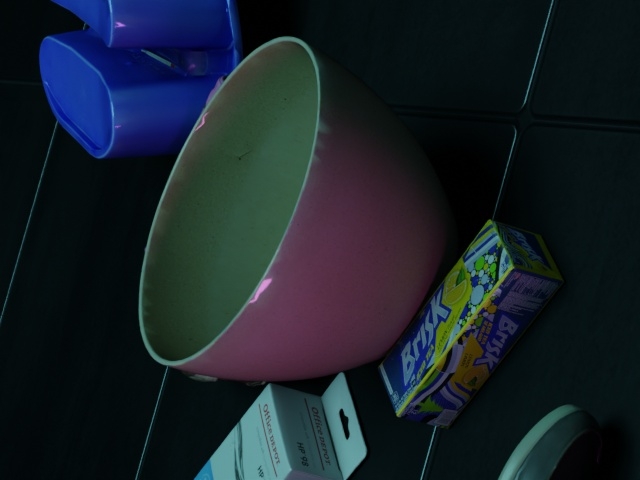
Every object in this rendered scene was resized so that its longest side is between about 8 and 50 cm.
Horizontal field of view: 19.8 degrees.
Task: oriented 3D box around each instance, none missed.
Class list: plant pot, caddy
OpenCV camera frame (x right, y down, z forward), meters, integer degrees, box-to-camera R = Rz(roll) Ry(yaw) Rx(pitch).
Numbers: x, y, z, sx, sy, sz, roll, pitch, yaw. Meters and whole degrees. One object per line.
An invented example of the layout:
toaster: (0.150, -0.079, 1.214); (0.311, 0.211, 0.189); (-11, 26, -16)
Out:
plant pot: (0.000, 0.000, 1.513); (0.284, 0.191, 0.284); (-44, 33, 39)
caddy: (-0.181, -0.220, 1.962); (0.341, 0.179, 0.241); (-140, 48, -57)

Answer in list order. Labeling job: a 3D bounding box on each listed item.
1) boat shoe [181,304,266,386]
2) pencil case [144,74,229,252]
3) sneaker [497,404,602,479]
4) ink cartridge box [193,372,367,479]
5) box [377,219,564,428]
boat shoe: (-0.077, 0.095, 1.710); (0.257, 0.095, 0.095); (-126, 46, -81)
pencil case: (-0.097, -0.056, 1.821); (0.095, 0.098, 0.209); (32, 108, 13)
sneaker: (0.171, 0.230, 1.260); (0.118, 0.083, 0.222); (18, 84, 41)
ink cartridge box: (-0.039, 0.202, 1.619); (0.180, 0.060, 0.104); (-53, 35, 31)
box: (0.116, 0.068, 1.437); (0.169, 0.054, 0.059); (-55, 35, 28)
